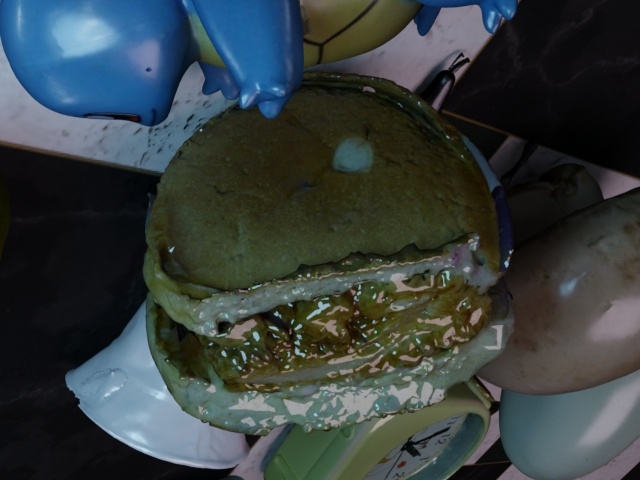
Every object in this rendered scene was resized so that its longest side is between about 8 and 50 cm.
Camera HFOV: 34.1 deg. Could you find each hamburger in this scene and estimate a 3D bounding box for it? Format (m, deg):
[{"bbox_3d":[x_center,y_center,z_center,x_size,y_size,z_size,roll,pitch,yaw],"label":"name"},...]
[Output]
[{"bbox_3d":[0.000,0.000,0.911,0.318,0.277,0.195,-8,137,-7],"label":"hamburger"}]

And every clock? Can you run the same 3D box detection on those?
[{"bbox_3d":[0.110,0.283,1.512,0.348,0.117,0.286,3,130,-46],"label":"clock"}]

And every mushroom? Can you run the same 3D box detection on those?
[{"bbox_3d":[0.305,0.021,1.265,0.362,0.294,0.362,-25,175,-2],"label":"mushroom"}]

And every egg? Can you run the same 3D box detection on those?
[{"bbox_3d":[0.395,0.182,1.513,0.371,0.230,0.230,-59,146,-2],"label":"egg"}]

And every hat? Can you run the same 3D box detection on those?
[{"bbox_3d":[-0.141,0.130,1.060,0.203,0.203,0.126,18,101,-52],"label":"hat"}]

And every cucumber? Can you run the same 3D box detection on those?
[{"bbox_3d":[0.102,-0.119,1.071,0.043,0.039,0.163,-27,155,-54],"label":"cucumber"}]

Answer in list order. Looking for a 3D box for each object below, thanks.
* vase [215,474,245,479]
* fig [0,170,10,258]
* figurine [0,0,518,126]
[{"bbox_3d":[-0.197,0.367,1.361,0.219,0.096,0.096,2,131,-40],"label":"vase"},{"bbox_3d":[-0.316,0.001,0.757,0.167,0.167,0.233,-12,177,-33],"label":"fig"},{"bbox_3d":[-0.007,-0.195,0.717,0.416,0.298,0.243,-39,113,1],"label":"figurine"}]
